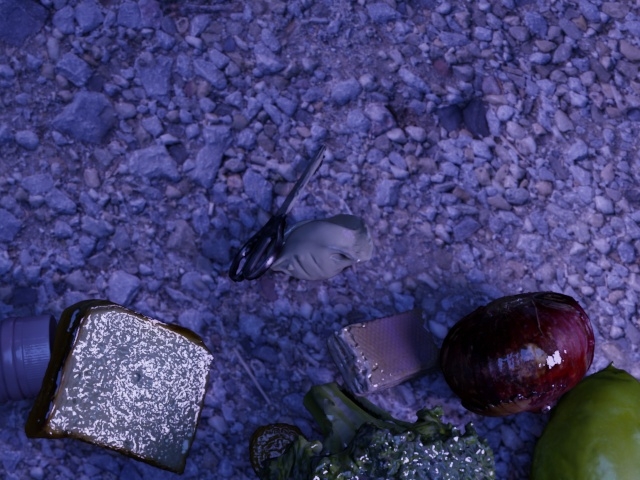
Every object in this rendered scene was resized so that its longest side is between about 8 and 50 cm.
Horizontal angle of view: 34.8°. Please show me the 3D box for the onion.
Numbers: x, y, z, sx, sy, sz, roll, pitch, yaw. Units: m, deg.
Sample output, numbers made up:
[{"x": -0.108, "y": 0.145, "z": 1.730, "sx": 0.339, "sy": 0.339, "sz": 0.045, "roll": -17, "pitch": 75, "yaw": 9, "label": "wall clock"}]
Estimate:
[{"x": 0.309, "y": 0.179, "z": 1.592, "sx": 0.246, "sy": 0.246, "sz": 0.190, "roll": -26, "pitch": 92, "yaw": -11, "label": "onion"}]

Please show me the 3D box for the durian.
[{"x": 0.437, "y": 0.362, "z": 1.575, "sx": 0.255, "sy": 0.204, "sz": 0.340, "roll": 1, "pitch": 68, "yaw": -35, "label": "durian"}]

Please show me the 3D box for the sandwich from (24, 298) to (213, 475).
[{"x": -0.298, "y": 0.219, "z": 1.551, "sx": 0.251, "sy": 0.087, "sz": 0.226, "roll": 25, "pitch": 71, "yaw": -34, "label": "sandwich"}]

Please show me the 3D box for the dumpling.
[{"x": -0.002, "y": 0.000, "z": 1.692, "sx": 0.100, "sy": 0.169, "sz": 0.134, "roll": 46, "pitch": 40, "yaw": -27, "label": "dumpling"}]

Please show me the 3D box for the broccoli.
[{"x": 0.069, "y": 0.360, "z": 1.514, "sx": 0.375, "sy": 0.302, "sz": 0.249, "roll": -5, "pitch": 99, "yaw": -33, "label": "broccoli"}]

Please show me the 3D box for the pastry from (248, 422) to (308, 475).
[{"x": -0.063, "y": 0.337, "z": 1.605, "sx": 0.097, "sy": 0.057, "sz": 0.109, "roll": -38, "pitch": 79, "yaw": -12, "label": "pastry"}]

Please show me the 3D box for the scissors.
[{"x": -0.060, "y": -0.050, "z": 1.719, "sx": 0.022, "sy": 0.109, "sz": 0.300, "roll": 46, "pitch": 59, "yaw": -26, "label": "scissors"}]

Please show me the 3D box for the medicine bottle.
[{"x": -0.531, "y": 0.191, "z": 1.573, "sx": 0.249, "sy": 0.133, "sz": 0.133, "roll": -6, "pitch": 74, "yaw": -6, "label": "medicine bottle"}]

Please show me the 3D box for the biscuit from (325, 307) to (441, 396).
[{"x": 0.107, "y": 0.175, "z": 1.598, "sx": 0.239, "sy": 0.062, "sz": 0.108, "roll": -7, "pitch": 64, "yaw": -53, "label": "biscuit"}]
